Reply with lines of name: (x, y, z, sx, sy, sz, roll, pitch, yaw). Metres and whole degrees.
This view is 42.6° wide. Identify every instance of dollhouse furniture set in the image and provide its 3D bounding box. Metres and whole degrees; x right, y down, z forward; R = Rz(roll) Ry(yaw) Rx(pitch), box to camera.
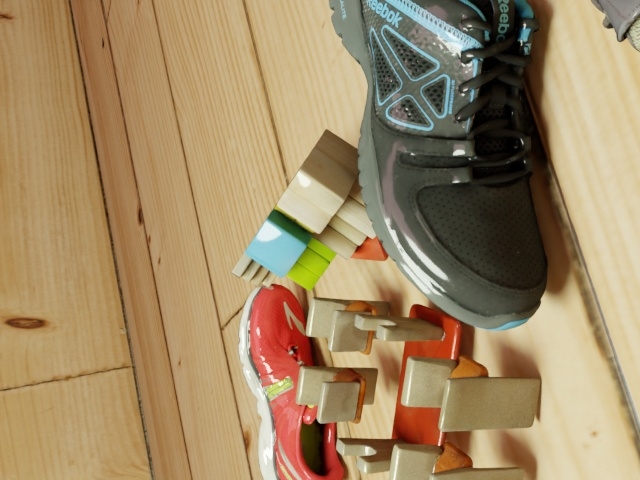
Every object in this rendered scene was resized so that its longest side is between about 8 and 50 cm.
dollhouse furniture set: (0.088, 0.192, 0.764, 0.262, 0.135, 0.259, -157, 74, -64)

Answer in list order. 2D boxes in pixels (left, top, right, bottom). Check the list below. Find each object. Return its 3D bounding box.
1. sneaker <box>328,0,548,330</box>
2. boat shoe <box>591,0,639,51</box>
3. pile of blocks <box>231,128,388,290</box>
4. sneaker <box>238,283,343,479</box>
sneaker: (0.098, -0.103, 0.608, 0.139, 0.125, 0.341, -36, 67, 55)
boat shoe: (0.184, -0.140, 0.423, 0.285, 0.102, 0.093, 38, 127, 51)
pile of blocks: (0.000, 0.000, 0.793, 0.149, 0.112, 0.362, -57, 4, -4)
sneaker: (-0.022, 0.187, 1.045, 0.118, 0.107, 0.279, -13, 87, 48)
